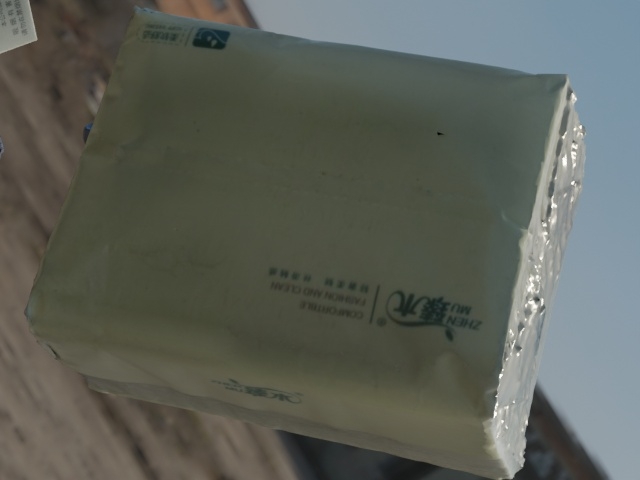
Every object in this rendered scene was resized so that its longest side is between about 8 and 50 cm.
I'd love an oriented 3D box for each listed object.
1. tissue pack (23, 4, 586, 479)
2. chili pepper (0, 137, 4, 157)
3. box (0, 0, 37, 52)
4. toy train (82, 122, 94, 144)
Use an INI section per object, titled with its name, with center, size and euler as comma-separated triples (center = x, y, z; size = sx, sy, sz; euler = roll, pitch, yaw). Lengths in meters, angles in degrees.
[tissue pack]
center = 0.000, 0.000, 1.502
size = 0.207, 0.380, 0.297
euler = 67, 35, -65
[chili pepper]
center = -0.374, -0.078, 1.801
size = 0.131, 0.338, 0.134
euler = 46, 1, 29
[box]
center = -0.221, -0.138, 1.181
size = 0.024, 0.083, 0.054
euler = 24, -49, 47
[toy train]
center = -0.111, -0.010, 1.903
size = 0.300, 0.265, 0.188
euler = -146, -115, -67
